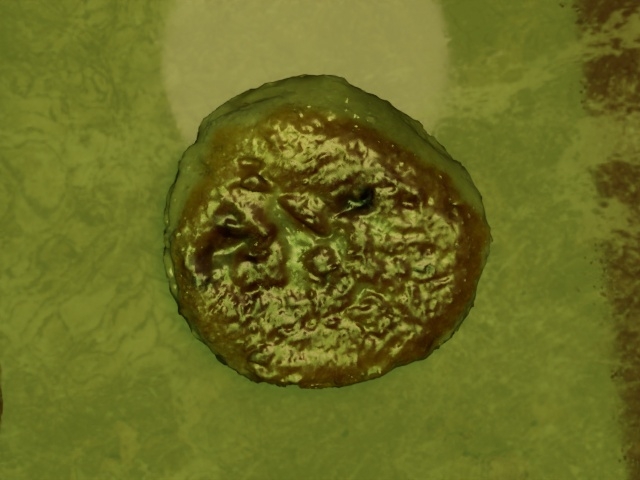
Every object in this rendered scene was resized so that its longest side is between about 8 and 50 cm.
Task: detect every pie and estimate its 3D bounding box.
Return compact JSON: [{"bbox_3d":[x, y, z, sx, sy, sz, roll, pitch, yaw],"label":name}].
[{"bbox_3d":[0.000,0.000,1.647,0.315,0.092,0.315,0,94,-6],"label":"pie"}]
